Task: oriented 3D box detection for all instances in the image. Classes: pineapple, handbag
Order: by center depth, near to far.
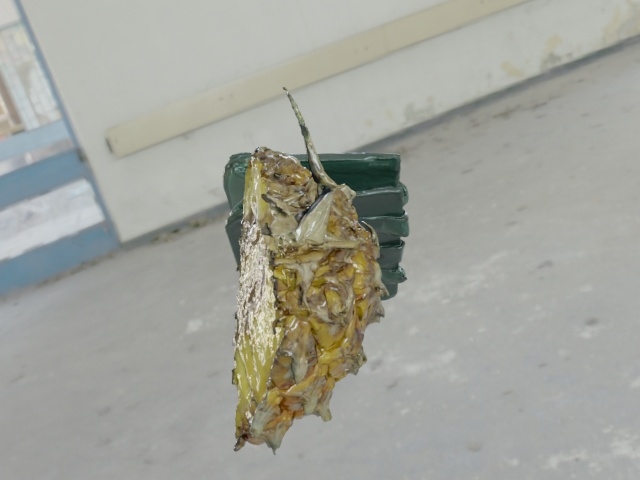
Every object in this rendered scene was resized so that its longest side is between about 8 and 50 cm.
[{"bbox_3d":[0.004,0.043,0.860,0.161,0.334,0.158,6,-13,-13],"label":"pineapple"},{"bbox_3d":[-0.001,0.001,1.187,0.239,0.089,0.326,-3,-28,2],"label":"handbag"}]
